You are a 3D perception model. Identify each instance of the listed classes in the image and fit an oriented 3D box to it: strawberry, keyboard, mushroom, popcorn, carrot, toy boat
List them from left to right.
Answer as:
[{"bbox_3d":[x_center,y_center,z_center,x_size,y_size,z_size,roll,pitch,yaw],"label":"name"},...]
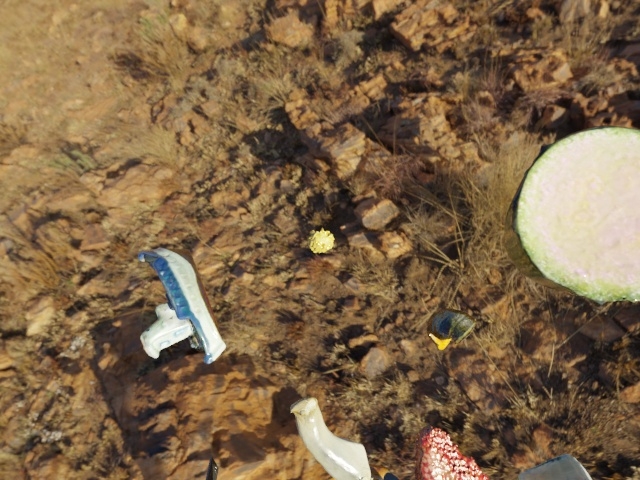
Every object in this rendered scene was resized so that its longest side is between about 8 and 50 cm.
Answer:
[{"bbox_3d":[-0.250,0.105,0.685,0.115,0.114,0.262,-19,52,-19],"label":"toy boat"},{"bbox_3d":[-0.356,0.799,1.300,0.013,0.061,0.204,-19,22,3],"label":"keyboard"},{"bbox_3d":[0.000,0.000,1.255,0.083,0.057,0.082,39,62,2],"label":"popcorn"},{"bbox_3d":[0.025,0.471,0.938,0.096,0.278,0.099,-42,14,-6],"label":"mushroom"},{"bbox_3d":[0.145,0.914,1.595,0.270,0.066,0.062,-8,26,14],"label":"carrot"},{"bbox_3d":[0.291,0.580,0.956,0.236,0.106,0.175,41,116,5],"label":"strawberry"}]

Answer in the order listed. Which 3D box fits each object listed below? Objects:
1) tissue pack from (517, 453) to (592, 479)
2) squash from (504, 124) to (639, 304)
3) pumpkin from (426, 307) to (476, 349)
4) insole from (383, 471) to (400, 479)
[{"bbox_3d":[0.681,0.808,1.009,0.205,0.331,0.405,-30,69,13],"label":"tissue pack"},{"bbox_3d":[0.523,-0.017,0.807,0.310,0.309,0.311,-4,76,17],"label":"squash"},{"bbox_3d":[0.389,0.263,1.251,0.119,0.183,0.108,-37,76,-21],"label":"pumpkin"},{"bbox_3d":[0.306,0.920,1.401,0.253,0.005,0.086,49,120,22],"label":"insole"}]
